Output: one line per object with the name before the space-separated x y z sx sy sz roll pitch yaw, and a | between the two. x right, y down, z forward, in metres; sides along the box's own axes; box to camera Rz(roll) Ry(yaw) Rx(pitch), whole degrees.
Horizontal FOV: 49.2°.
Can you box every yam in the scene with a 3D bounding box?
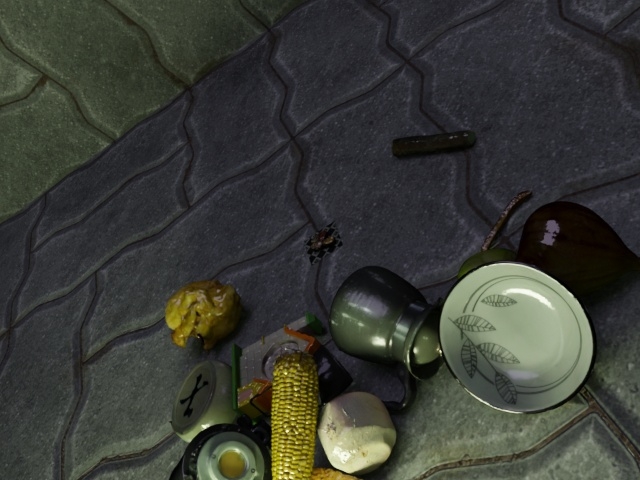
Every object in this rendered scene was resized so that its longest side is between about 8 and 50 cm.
yam | 0.328 -0.287 2.069 0.274 0.061 0.061 0 54 42

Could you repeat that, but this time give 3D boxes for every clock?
clock | -0.100 0.323 1.820 0.255 0.106 0.220 -30 38 16

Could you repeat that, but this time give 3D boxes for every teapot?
teapot | 0.163 0.227 1.587 0.285 0.223 0.305 19 65 43

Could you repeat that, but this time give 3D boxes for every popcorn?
popcorn | -0.357 0.216 2.100 0.253 0.190 0.191 -48 30 0

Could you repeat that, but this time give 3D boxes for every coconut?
coconut | 0.071 0.407 1.526 0.171 0.171 0.183 -38 42 7

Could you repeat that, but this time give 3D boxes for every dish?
dish | 0.403 0.188 1.420 0.316 0.106 0.317 5 99 32

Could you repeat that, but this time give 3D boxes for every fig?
fig | 0.572 0.045 1.446 0.320 0.217 0.217 17 63 18

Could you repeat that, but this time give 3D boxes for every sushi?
sushi | 0.000 0.000 2.112 0.120 0.026 0.126 -35 37 13

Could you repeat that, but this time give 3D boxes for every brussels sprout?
brussels sprout | 0.382 0.101 1.578 0.145 0.131 0.183 -4 48 13

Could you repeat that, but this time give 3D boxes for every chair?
chair | -0.029 0.374 1.658 0.221 0.145 0.140 -41 60 -8

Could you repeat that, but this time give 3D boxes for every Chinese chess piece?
Chinese chess piece | -0.308 0.436 1.878 0.237 0.092 0.238 -36 37 34

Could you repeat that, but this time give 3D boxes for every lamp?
lamp | -0.235 0.546 1.563 0.374 0.205 0.272 -46 -9 -20

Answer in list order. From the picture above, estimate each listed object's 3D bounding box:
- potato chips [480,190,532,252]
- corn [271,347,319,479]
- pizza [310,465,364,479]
potato chips | 0.455 -0.046 1.737 0.037 0.026 0.204 31 76 39
corn | -0.056 0.390 1.513 0.106 0.106 0.305 -15 62 33
pizza | -0.016 0.616 1.470 0.257 0.087 0.268 1 56 38
